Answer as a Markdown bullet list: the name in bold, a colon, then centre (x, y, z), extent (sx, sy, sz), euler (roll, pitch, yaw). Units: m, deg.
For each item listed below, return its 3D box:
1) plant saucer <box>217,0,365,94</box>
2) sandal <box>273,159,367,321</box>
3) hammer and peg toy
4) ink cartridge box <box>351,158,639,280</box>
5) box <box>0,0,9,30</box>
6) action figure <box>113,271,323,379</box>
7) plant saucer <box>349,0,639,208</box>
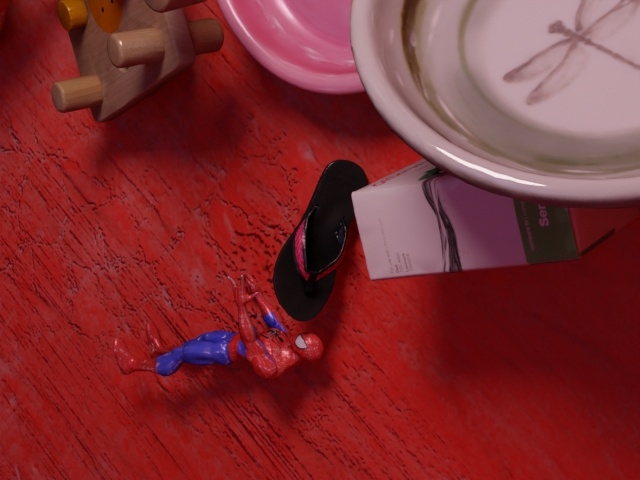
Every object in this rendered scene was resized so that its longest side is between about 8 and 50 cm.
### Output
- **plant saucer**: centre (0.031, -0.314, 1.258), extent (0.332, 0.084, 0.332), euler (7, 102, 33)
- **sandal**: centre (0.000, 0.000, 1.327), extent (0.067, 0.040, 0.179), euler (20, 95, -14)
- **hammer and peg toy**: centre (-0.203, -0.294, 1.337), extent (0.361, 0.127, 0.266), euler (-20, 86, 58)
- **ink cartridge box**: centre (0.162, -0.034, 1.167), extent (0.219, 0.160, 0.093), euler (-7, 102, 35)
- **box**: centre (-0.457, -0.311, 1.514), extent (0.128, 0.122, 0.257), euler (68, 156, 5)
- **action figure**: centre (-0.118, 0.089, 1.432), extent (0.280, 0.091, 0.139), euler (0, 108, 35)
- **plant saucer**: centre (0.228, -0.171, 1.041), extent (0.400, 0.400, 0.101), euler (29, 157, 28)
